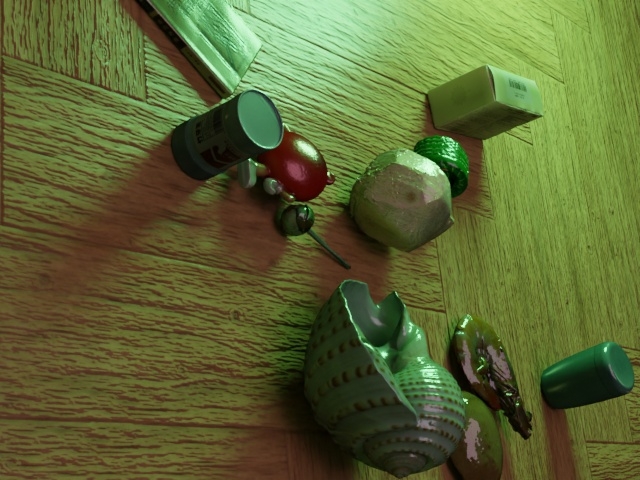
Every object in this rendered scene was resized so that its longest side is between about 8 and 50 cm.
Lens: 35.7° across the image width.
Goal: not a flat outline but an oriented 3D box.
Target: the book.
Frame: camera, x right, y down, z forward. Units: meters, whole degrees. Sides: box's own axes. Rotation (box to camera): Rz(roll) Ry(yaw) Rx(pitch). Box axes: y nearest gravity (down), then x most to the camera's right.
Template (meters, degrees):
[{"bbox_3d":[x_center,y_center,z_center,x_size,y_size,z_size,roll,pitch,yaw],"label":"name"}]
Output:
[{"bbox_3d":[-0.201,-0.371,1.686,0.231,0.026,0.161,48,43,-24],"label":"book"}]

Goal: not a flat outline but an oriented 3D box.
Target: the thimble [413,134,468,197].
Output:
[{"bbox_3d":[0.247,-0.148,2.049,0.130,0.118,0.090,68,24,-48],"label":"thimble"}]

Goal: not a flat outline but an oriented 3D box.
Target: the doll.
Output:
[{"bbox_3d":[-0.066,-0.138,1.695,0.217,0.085,0.183,12,57,-44],"label":"doll"}]

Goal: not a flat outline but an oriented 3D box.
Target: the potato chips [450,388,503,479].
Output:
[{"bbox_3d":[0.308,0.391,1.925,0.195,0.062,0.208,32,49,-41],"label":"potato chips"}]

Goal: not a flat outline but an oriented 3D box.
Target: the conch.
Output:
[{"bbox_3d":[0.081,0.230,1.612,0.303,0.215,0.319,38,16,-41],"label":"conch"}]

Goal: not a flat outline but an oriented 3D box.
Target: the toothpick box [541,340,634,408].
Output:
[{"bbox_3d":[0.584,0.303,2.194,0.120,0.184,0.120,28,49,-37],"label":"toothpick box"}]

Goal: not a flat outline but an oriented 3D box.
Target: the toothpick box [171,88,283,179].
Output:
[{"bbox_3d":[-0.147,-0.164,1.554,0.101,0.153,0.101,23,58,-42],"label":"toothpick box"}]

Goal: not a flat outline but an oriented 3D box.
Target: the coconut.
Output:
[{"bbox_3d":[0.162,-0.071,1.864,0.194,0.194,0.194,24,57,-42],"label":"coconut"}]

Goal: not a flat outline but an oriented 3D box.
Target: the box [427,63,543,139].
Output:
[{"bbox_3d":[0.370,-0.305,2.219,0.212,0.168,0.095,5,72,-49],"label":"box"}]

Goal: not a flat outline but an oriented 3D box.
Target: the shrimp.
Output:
[{"bbox_3d":[0.347,0.285,2.009,0.152,0.063,0.287,-26,89,-55],"label":"shrimp"}]

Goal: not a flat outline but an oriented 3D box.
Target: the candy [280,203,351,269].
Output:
[{"bbox_3d":[0.000,0.000,1.746,0.202,0.061,0.061,42,45,-42],"label":"candy"}]
